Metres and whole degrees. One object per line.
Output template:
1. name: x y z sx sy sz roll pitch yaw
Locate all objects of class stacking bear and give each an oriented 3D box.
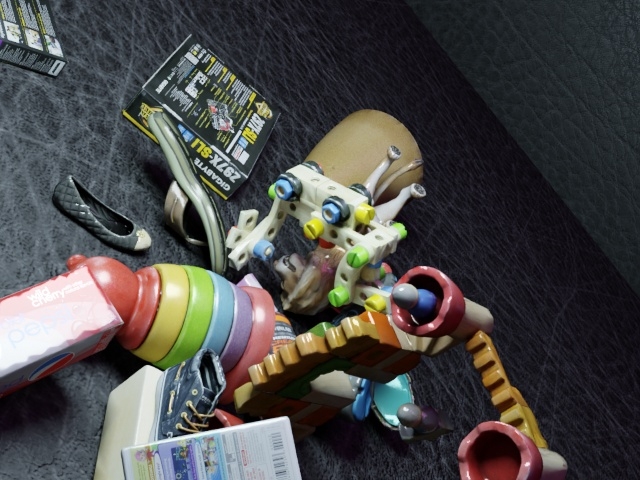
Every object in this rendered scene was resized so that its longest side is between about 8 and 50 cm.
1. stacking bear: -0.225 0.105 1.222 0.289 0.164 0.175 19 52 -30

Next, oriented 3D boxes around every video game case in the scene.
1. video game case: -0.107 0.316 0.957 0.193 0.023 0.212 -7 73 -18

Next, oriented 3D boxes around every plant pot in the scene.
1. plant pot: 0.051 -0.128 1.844 0.237 0.237 0.254 51 45 5

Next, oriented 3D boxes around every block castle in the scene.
1. block castle: 0.041 0.261 1.085 0.213 0.453 0.303 25 36 -49

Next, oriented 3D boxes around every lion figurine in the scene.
1. lion figurine: 0.070 -0.014 1.640 0.142 0.240 0.392 42 36 5

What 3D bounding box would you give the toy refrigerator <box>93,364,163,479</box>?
1. toy refrigerator: -0.216 0.298 1.063 0.102 0.094 0.269 35 33 -30

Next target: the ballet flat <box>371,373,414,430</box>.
1. ballet flat: 0.106 0.244 1.578 0.091 0.077 0.241 -13 57 -12

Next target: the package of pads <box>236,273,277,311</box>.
1. package of pads: -0.114 0.103 1.477 0.083 0.050 0.032 54 29 12

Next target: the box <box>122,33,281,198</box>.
1. box: -0.226 -0.257 1.741 0.257 0.079 0.322 41 29 -15

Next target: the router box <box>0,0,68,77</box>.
1. router box: -0.526 -0.377 1.511 0.133 0.046 0.179 12 44 -46

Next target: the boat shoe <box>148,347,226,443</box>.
1. boat shoe: -0.159 0.217 1.050 0.065 0.083 0.183 31 35 -35

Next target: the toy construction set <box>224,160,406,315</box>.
1. toy construction set: 0.000 0.000 1.425 0.327 0.215 0.151 18 37 21

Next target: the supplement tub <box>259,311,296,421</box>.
1. supplement tub: -0.079 0.183 1.360 0.106 0.106 0.198 17 34 -44

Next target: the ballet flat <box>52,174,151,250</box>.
1. ballet flat: -0.335 -0.037 1.350 0.173 0.049 0.057 34 33 -24

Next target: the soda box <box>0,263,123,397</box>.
1. soda box: -0.367 0.124 0.997 0.263 0.083 0.092 -24 74 -41

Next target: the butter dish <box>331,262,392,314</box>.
1. butter dish: 0.092 0.087 1.707 0.160 0.118 0.160 39 29 -16

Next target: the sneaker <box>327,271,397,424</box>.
1. sneaker: 0.048 0.162 1.490 0.139 0.125 0.341 7 34 18

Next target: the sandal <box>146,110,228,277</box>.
1. sandal: -0.234 -0.071 1.485 0.120 0.086 0.303 77 -12 -89
